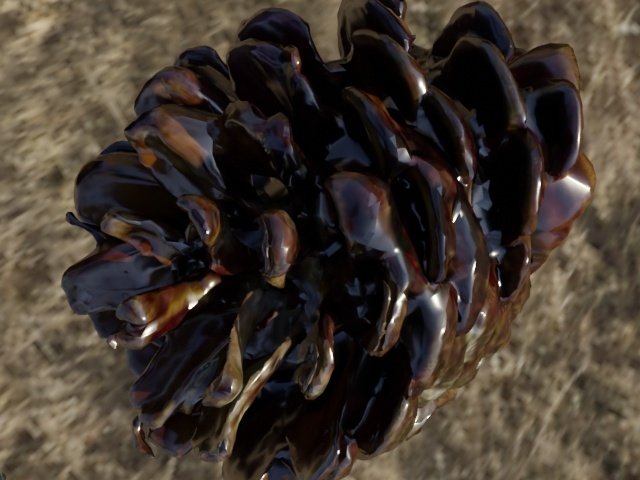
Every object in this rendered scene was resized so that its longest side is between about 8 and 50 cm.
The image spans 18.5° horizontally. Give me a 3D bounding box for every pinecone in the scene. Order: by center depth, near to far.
[{"bbox_3d":[-0.006,-0.003,1.085,0.242,0.296,0.298,47,128,8],"label":"pinecone"}]

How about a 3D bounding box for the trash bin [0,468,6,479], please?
[{"bbox_3d":[-0.199,0.086,0.766,0.175,0.175,0.161,7,121,17],"label":"trash bin"}]
